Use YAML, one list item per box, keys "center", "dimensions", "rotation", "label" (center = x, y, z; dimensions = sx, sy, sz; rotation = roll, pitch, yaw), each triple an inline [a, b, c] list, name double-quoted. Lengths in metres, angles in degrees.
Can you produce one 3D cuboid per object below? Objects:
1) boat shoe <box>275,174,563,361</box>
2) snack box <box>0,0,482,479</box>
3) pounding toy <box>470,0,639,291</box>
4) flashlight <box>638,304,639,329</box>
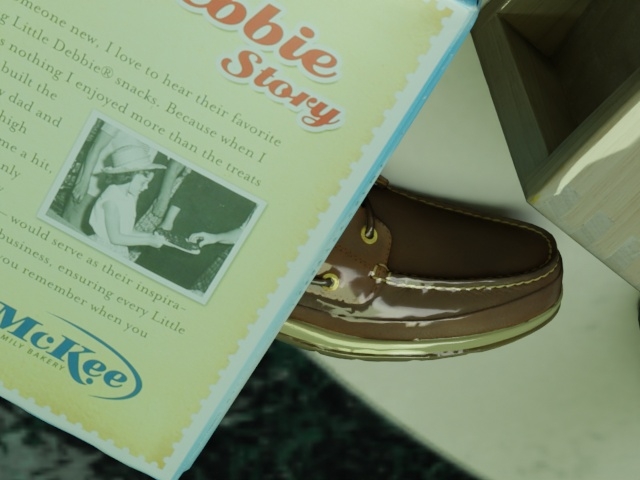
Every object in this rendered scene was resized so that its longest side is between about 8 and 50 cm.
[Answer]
- center: [0.000, 0.000, 0.555]
  dimensions: [0.178, 0.064, 0.060]
  rotation: [5, 123, -3]
  label: "boat shoe"
- center: [-0.136, -0.080, 0.470]
  dimensions: [0.322, 0.060, 0.187]
  rotation: [29, 116, -7]
  label: "snack box"
- center: [0.149, -0.056, 0.447]
  dimensions: [0.094, 0.206, 0.181]
  rotation: [36, 113, -22]
  label: "pounding toy"
- center: [0.177, 0.107, 0.491]
  dimensions: [0.103, 0.304, 0.103]
  rotation: [-12, 122, 3]
  label: "flashlight"
